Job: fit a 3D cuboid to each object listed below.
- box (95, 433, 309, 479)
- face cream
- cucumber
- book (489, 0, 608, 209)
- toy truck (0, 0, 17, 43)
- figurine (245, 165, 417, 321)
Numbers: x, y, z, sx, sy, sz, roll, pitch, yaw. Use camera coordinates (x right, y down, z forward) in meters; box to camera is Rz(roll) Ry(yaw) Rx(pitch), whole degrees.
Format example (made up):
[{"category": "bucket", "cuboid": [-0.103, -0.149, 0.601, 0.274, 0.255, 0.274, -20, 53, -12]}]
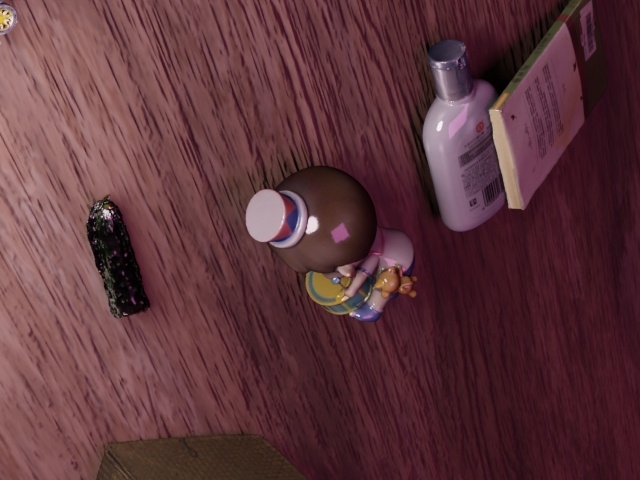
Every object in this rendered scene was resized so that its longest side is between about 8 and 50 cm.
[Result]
[{"category": "box", "cuboid": [-0.156, 0.366, 1.879, 0.273, 0.184, 0.143, 2, 116, -43]}, {"category": "face cream", "cuboid": [0.201, -0.149, 1.985, 0.144, 0.071, 0.291, -43, 138, -23]}, {"category": "cucumber", "cuboid": [-0.242, 0.023, 1.690, 0.053, 0.053, 0.181, -30, 129, -28]}, {"category": "book", "cuboid": [0.338, -0.208, 2.066, 0.289, 0.026, 0.201, -50, 141, -30]}, {"category": "toy truck", "cuboid": [-0.367, -0.259, 1.374, 0.092, 0.083, 0.192, -32, 133, -19]}, {"category": "figurine", "cuboid": [0.008, -0.004, 1.841, 0.158, 0.161, 0.275, -25, 139, 18]}]
